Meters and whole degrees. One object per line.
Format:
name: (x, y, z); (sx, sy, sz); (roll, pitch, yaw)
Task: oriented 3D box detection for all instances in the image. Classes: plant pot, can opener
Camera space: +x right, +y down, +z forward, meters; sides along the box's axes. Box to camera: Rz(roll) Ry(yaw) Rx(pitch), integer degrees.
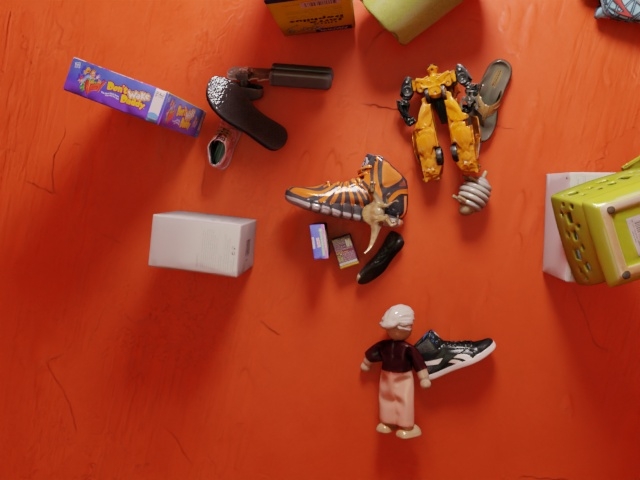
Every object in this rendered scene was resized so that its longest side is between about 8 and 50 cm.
plant pot: (0.665, -0.025, 1.475); (0.227, 0.207, 0.228); (-18, 94, 4)
can opener: (-0.109, -0.415, 1.791); (0.284, 0.076, 0.095); (5, 127, 4)
plant pot: (0.233, -0.630, 1.657); (0.254, 0.276, 0.276); (-43, 90, 17)

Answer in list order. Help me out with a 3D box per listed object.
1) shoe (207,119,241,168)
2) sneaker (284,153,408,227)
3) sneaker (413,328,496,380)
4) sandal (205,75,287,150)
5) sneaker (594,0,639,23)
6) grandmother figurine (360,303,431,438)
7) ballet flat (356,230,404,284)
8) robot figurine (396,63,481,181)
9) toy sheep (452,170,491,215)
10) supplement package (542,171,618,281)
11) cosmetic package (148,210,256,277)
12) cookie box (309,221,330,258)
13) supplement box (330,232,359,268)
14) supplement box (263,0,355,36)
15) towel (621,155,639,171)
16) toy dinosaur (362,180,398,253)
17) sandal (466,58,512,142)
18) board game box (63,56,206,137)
shoe: (-0.251, -0.276, 1.795); (0.064, 0.081, 0.177); (17, 96, 3)
sneaker: (0.074, -0.145, 1.772); (0.321, 0.124, 0.180); (11, 91, -7)
sneaker: (0.343, 0.278, 1.792); (0.217, 0.079, 0.121); (-26, 92, 7)
sandal: (-0.202, -0.323, 1.778); (0.254, 0.054, 0.097); (41, 70, -17)
sneaker: (0.750, -0.591, 1.697); (0.262, 0.104, 0.125); (47, 114, 4)
grandmother figurine: (0.200, 0.337, 1.792); (0.208, 0.104, 0.342); (5, 98, 25)
ballet flat: (0.157, 0.049, 1.813); (0.173, 0.057, 0.049); (-48, 49, 5)
robot figurine: (0.312, -0.305, 1.735); (0.211, 0.085, 0.290); (-9, 94, 21)
toy sheep: (0.398, -0.123, 1.755); (0.091, 0.091, 0.132); (29, 91, 2)
supplement package: (0.652, -0.037, 1.680); (0.145, 0.204, 0.261); (1, 95, 3)
cosmetic package: (-0.297, 0.003, 1.749); (0.225, 0.224, 0.138); (5, 95, 4)
cookie box: (0.000, 0.000, 1.784); (0.040, 0.107, 0.091); (-7, 94, 5)
supplement box: (0.066, 0.028, 1.813); (0.055, 0.043, 0.083); (-17, 94, 6)
supplement box: (-0.026, -0.629, 1.611); (0.195, 0.356, 0.194); (-6, 94, 5)
towel: (0.903, -0.207, 1.739); (0.237, 0.021, 0.102); (-31, 91, 6)
toy dinosaur: (0.151, -0.056, 1.707); (0.093, 0.053, 0.183); (1, 86, 8)
sandal: (0.436, -0.362, 1.743); (0.090, 0.060, 0.219); (24, 97, 3)
board game box: (-0.441, -0.343, 1.673); (0.233, 0.347, 0.078); (21, 95, 2)
